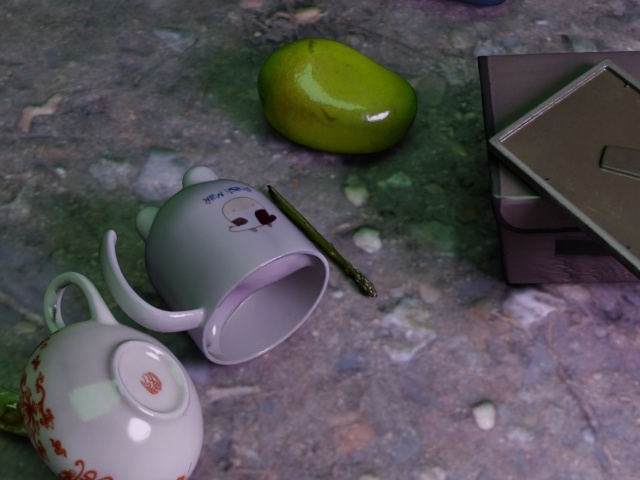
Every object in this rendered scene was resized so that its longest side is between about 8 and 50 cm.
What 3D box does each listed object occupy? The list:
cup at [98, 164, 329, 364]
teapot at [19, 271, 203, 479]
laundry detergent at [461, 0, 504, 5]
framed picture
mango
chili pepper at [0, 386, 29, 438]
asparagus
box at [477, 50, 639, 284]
[{"bbox_3d":[-0.103,0.025,1.085,0.173,0.134,0.142,-34,60,-17],"label":"cup"},{"bbox_3d":[-0.171,0.127,1.000,0.159,0.116,0.246,2,50,-35],"label":"teapot"},{"bbox_3d":[0.085,-0.356,1.410,0.289,0.094,0.143,12,54,4],"label":"laundry detergent"},{"bbox_3d":[0.264,-0.061,1.042,0.150,0.015,0.203,-36,59,-17],"label":"framed picture"},{"bbox_3d":[0.014,-0.144,1.246,0.163,0.089,0.117,25,55,14],"label":"mango"},{"bbox_3d":[-0.287,0.128,1.048,0.208,0.043,0.049,27,68,16],"label":"chili pepper"},{"bbox_3d":[0.000,0.000,1.183,0.166,0.013,0.016,45,20,25],"label":"asparagus"},{"bbox_3d":[0.280,-0.067,1.146,0.252,0.153,0.188,-4,55,6],"label":"box"}]
